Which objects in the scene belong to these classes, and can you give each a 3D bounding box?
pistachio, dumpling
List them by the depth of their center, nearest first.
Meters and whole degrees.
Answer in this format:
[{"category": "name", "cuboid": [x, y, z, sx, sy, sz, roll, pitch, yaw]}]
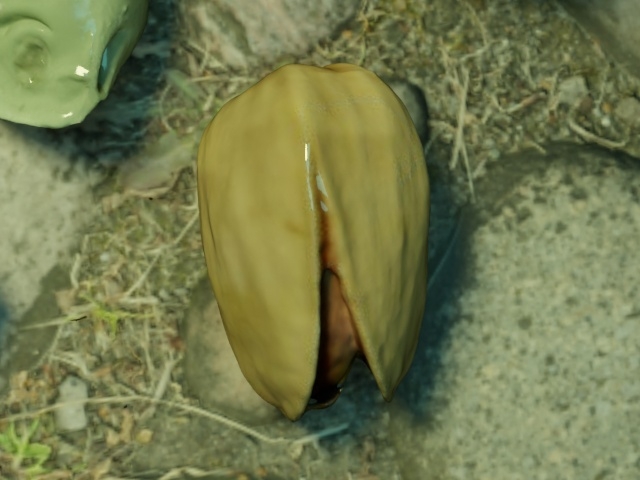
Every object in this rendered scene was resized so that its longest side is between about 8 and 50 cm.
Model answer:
[{"category": "pistachio", "cuboid": [0.000, 0.000, 1.017, 0.157, 0.157, 0.229, -9, 97, -8]}, {"category": "dumpling", "cuboid": [-0.177, -0.169, 1.047, 0.108, 0.153, 0.219, 28, 58, -46]}]
